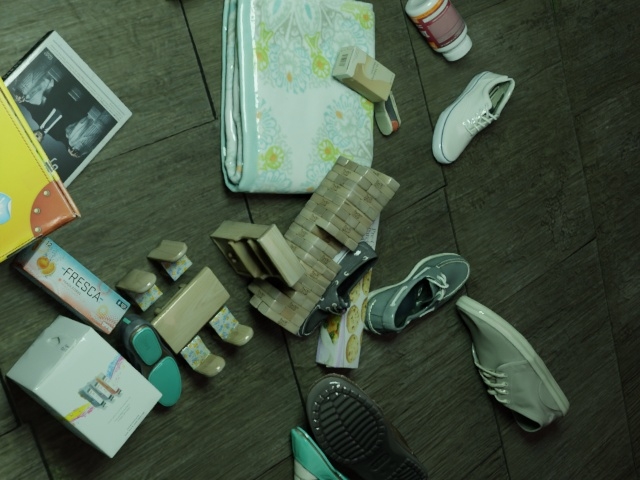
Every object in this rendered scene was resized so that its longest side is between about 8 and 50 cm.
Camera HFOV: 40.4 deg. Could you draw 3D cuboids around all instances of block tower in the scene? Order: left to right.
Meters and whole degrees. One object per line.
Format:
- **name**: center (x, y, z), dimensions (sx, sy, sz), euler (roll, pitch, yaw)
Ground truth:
- **block tower**: center (0.000, 0.000, 1.596), dimensions (0.097, 0.091, 0.335), euler (38, 87, -40)

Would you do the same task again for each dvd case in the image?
- **dvd case**: center (-0.425, -0.174, 1.328), dimensions (0.179, 0.030, 0.238), euler (49, 65, -30)

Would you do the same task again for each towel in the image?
- **towel**: center (-0.031, -0.272, 1.599), dimensions (0.321, 0.090, 0.374), euler (-2, 96, -38)

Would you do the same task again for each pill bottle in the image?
- **pill bottle**: center (0.250, -0.449, 1.808), dimensions (0.152, 0.086, 0.086), euler (45, 67, -32)

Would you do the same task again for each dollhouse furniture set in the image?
- **dollhouse furniture set**: center (-0.172, 0.085, 1.474), dimensions (0.242, 0.161, 0.212), euler (-48, 121, -25)

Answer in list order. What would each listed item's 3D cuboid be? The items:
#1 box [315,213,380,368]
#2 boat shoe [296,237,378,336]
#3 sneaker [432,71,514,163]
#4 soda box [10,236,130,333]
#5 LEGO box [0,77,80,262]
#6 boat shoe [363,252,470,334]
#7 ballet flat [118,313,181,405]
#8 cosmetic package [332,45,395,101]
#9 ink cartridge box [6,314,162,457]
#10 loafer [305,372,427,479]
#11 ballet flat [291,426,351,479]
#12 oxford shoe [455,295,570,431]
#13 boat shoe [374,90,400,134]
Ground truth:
- **box**: center (0.054, 0.090, 1.720), dimensions (0.067, 0.063, 0.323), euler (10, 88, -41)
- **boat shoe**: center (0.030, 0.100, 1.646), dimensions (0.228, 0.076, 0.080), euler (-53, 149, 5)
- **sneaker**: center (0.333, -0.274, 1.890), dimensions (0.094, 0.091, 0.258), euler (46, 67, -32)
- **soda box**: center (-0.390, 0.070, 1.363), dimensions (0.183, 0.058, 0.063), euler (47, 66, -33)
- **LEGO box**: center (-0.599, -0.150, 1.066), dimensions (0.372, 0.193, 0.500), euler (-36, 116, -24)
- **boat shoe**: center (0.222, 0.115, 1.836), dimensions (0.320, 0.099, 0.116), euler (-23, 108, -35)
- **ballet flat**: center (-0.286, 0.194, 1.445), dimensions (0.074, 0.074, 0.203), euler (-44, 141, -27)
- **cosmetic package**: center (0.081, -0.307, 1.611), dimensions (0.115, 0.041, 0.060), euler (24, 78, -40)
- **ink cartridge box**: center (-0.367, 0.224, 1.352), dimensions (0.127, 0.128, 0.176), euler (-51, 122, -23)
- **loafer**: center (0.076, 0.385, 1.742), dimensions (0.134, 0.130, 0.366), euler (-36, 122, 0)
- **ballet flat**: center (0.001, 0.469, 1.710), dimensions (0.087, 0.083, 0.247), euler (-45, 119, -10)
- **oxford shoe**: center (0.428, 0.296, 1.994), dimensions (0.130, 0.169, 0.449), euler (-43, 122, -6)
- **boat shoe**: center (0.129, -0.282, 1.753), dimensions (0.043, 0.049, 0.137), euler (-36, 118, -34)
